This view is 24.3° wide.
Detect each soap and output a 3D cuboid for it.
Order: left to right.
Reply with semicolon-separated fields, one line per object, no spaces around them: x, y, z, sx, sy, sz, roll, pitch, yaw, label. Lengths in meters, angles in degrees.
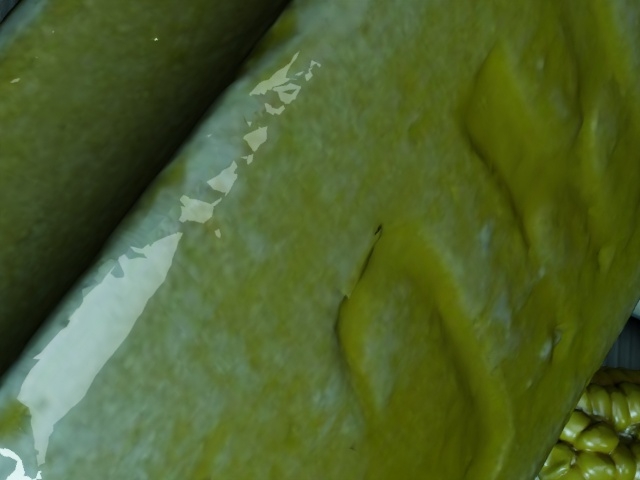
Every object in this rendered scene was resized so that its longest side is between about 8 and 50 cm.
0.000;0.000;0.576;0.335;0.156;0.293;-54;144;-22;soap

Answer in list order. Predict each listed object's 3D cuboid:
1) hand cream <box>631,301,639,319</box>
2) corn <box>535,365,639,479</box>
0.173;0.020;0.772;0.170;0.043;0.065;22;97;-14;hand cream
0.211;0.117;0.766;0.313;0.102;0.102;6;82;-31;corn
